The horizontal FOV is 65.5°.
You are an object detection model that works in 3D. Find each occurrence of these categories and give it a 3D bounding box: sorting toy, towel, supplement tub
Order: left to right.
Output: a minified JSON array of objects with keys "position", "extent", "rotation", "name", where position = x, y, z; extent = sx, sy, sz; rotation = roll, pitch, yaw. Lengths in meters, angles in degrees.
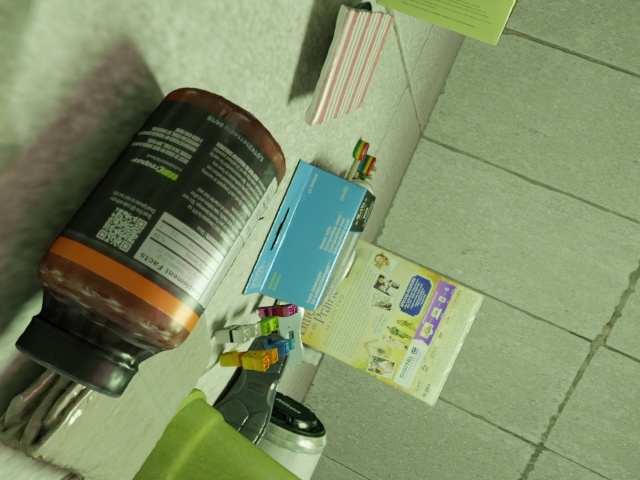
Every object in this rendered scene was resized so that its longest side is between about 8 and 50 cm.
[{"position":[-0.180,0.136,0.480],"extent":[0.187,0.049,0.282],"rotation":[-58,169,-32],"name":"towel"},{"position":[-0.111,0.000,0.339],"extent":[0.197,0.106,0.106],"rotation":[-61,169,-20],"name":"supplement tub"},{"position":[0.037,-0.235,0.662],"extent":[0.197,0.029,0.144],"rotation":[-43,156,-59],"name":"towel"},{"position":[0.100,-0.153,1.262],"extent":[0.132,0.046,0.274],"rotation":[-65,171,-2],"name":"sorting toy"}]

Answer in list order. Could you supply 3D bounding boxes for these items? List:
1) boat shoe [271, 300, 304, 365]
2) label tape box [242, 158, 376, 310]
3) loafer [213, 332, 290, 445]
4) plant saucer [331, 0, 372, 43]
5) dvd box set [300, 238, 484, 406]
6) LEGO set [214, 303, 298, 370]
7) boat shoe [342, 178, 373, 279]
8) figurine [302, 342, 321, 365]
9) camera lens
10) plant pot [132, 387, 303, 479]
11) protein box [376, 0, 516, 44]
[{"position":[-0.080,0.180,1.096],"extent":[0.083,0.065,0.183],"rotation":[-147,-127,-59],"name":"boat shoe"},{"position":[0.000,0.000,0.926],"extent":[0.334,0.106,0.240],"rotation":[-5,119,-79],"name":"label tape box"},{"position":[-0.144,0.326,0.973],"extent":[0.095,0.109,0.302],"rotation":[109,8,-53],"name":"loafer"},{"position":[0.039,-0.278,0.701],"extent":[0.119,0.021,0.119],"rotation":[-61,170,-19],"name":"plant saucer"},{"position":[0.154,0.186,1.267],"extent":[0.062,0.421,0.307],"rotation":[35,79,-83],"name":"dvd box set"},{"position":[-0.115,0.168,0.830],"extent":[0.227,0.093,0.086],"rotation":[-9,92,-73],"name":"LEGO set"},{"position":[0.035,-0.011,1.146],"extent":[0.096,0.098,0.276],"rotation":[-16,126,-70],"name":"boat shoe"},{"position":[-0.036,0.298,1.565],"extent":[0.214,0.092,0.209],"rotation":[-63,162,-9],"name":"figurine"},{"position":[-0.128,0.487,1.092],"extent":[0.274,0.220,0.219],"rotation":[-65,170,-2],"name":"camera lens"},{"position":[-0.140,0.395,0.709],"extent":[0.276,0.254,0.276],"rotation":[-62,169,-21],"name":"plant pot"},{"position":[0.207,-0.428,0.700],"extent":[0.136,0.200,0.201],"rotation":[-61,169,-25],"name":"protein box"}]
